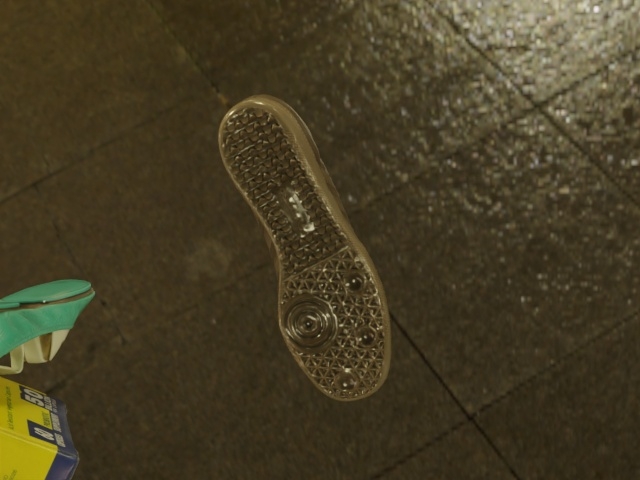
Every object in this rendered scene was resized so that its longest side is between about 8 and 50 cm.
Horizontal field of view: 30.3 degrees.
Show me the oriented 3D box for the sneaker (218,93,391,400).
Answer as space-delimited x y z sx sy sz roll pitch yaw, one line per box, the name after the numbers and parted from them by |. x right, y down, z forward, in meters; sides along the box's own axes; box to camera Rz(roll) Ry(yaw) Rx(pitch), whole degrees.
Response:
0.000 0.000 0.706 0.066 0.189 0.071 -18 9 16 | sneaker

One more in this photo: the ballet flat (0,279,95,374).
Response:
-0.332 0.099 1.300 0.083 0.247 0.087 1 96 21 | ballet flat

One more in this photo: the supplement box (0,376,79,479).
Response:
-0.452 0.212 1.197 0.195 0.356 0.194 -65 20 2 | supplement box
